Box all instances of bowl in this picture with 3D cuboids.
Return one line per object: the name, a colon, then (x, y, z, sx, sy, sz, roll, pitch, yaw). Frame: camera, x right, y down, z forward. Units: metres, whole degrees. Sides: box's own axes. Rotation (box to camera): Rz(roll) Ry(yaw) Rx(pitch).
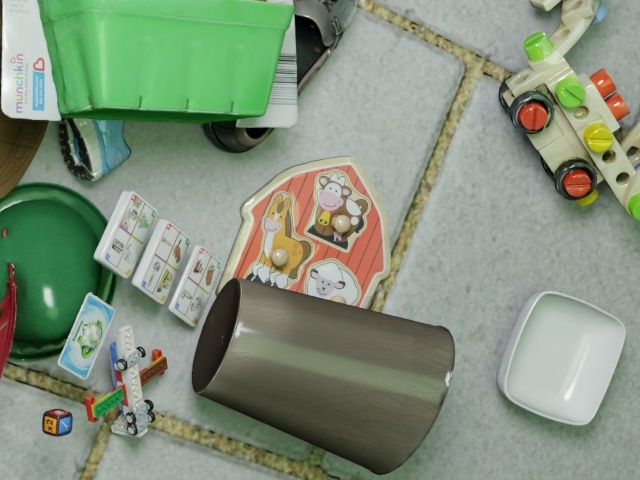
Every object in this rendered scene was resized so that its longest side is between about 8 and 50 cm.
bowl: (0.272, 0.134, 1.791, 0.142, 0.053, 0.142, 23, 88, -26)

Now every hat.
hat: (-0.254, 0.055, 1.469, 0.173, 0.183, 0.209, 9, 94, -25)

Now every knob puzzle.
knob puzzle: (0.000, 0.000, 1.662, 0.213, 0.030, 0.213, -3, 98, -23)

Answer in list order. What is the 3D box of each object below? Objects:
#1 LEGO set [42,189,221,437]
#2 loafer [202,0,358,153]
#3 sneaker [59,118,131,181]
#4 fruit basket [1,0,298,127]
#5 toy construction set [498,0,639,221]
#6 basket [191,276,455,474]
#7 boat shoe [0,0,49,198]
LEGO set: (-0.204, 0.093, 1.541, 0.182, 0.060, 0.244, 42, 65, -53)
loafer: (-0.022, -0.204, 1.593, 0.096, 0.084, 0.267, 33, 83, -25)
sneaker: (-0.230, -0.144, 1.532, 0.073, 0.063, 0.162, -23, 111, -38)
fruit basket: (-0.163, -0.283, 1.445, 0.327, 0.165, 0.353, -2, 84, -40)
toy construction set: (0.326, -0.160, 1.721, 0.215, 0.151, 0.328, -33, 103, 9)
basket: (-0.008, 0.135, 1.609, 0.227, 0.204, 0.154, 20, 51, -17)
boat shoe: (-0.317, -0.180, 1.473, 0.104, 0.089, 0.285, 5, 99, -50)
